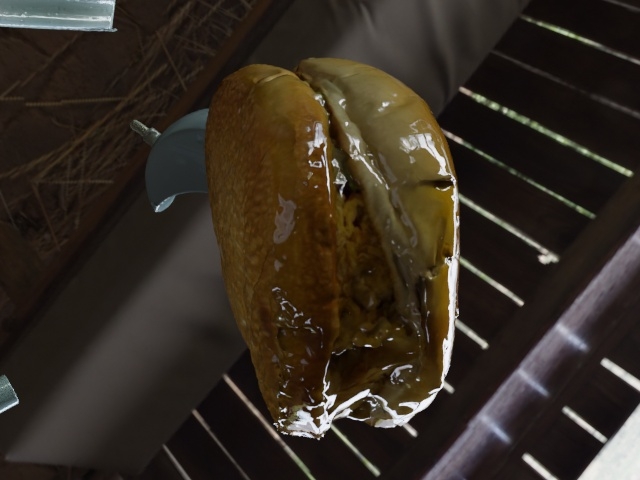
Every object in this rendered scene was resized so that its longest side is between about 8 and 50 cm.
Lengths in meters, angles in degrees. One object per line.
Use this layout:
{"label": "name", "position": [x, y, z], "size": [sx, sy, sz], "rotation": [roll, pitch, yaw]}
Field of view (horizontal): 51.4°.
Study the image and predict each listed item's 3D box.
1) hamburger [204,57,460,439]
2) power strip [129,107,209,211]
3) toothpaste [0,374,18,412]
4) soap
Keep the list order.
{"label": "hamburger", "position": [0.000, 0.000, 0.551], "size": [0.170, 0.314, 0.289], "rotation": [-6, 118, -17]}
{"label": "power strip", "position": [-0.105, -0.071, 0.753], "size": [0.054, 0.253, 0.167], "rotation": [-56, 163, -45]}
{"label": "toothpaste", "position": [-0.395, 0.194, 0.632], "size": [0.205, 0.036, 0.056], "rotation": [-28, 174, -32]}
{"label": "soap", "position": [-0.489, -0.419, 1.148], "size": [0.261, 0.150, 0.094], "rotation": [-15, 132, -48]}
